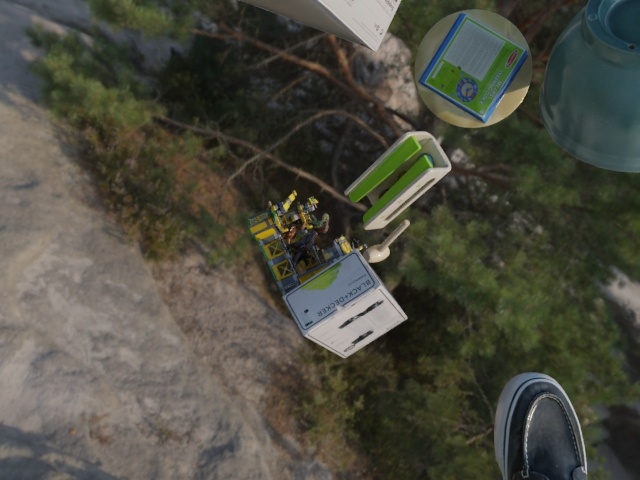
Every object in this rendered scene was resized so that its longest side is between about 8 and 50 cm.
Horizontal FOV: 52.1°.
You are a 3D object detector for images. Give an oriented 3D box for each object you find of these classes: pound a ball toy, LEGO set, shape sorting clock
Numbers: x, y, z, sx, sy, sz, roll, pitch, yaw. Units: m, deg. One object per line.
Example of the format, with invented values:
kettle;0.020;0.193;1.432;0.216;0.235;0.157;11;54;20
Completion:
pound a ball toy;0.211;-0.108;1.733;0.135;0.319;0.208;-9;64;-45
LEGO set;0.000;0.000;1.453;0.255;0.192;0.331;67;13;10
shape sorting clock;0.269;-0.302;1.157;0.206;0.206;0.040;35;3;5

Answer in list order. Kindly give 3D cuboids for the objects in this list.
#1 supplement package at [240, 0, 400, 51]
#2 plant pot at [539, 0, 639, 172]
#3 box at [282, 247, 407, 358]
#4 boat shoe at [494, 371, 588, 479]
supplement package;-0.041;-0.376;0.829;0.261;0.145;0.204;29;8;27
plant pot;0.490;-0.281;1.002;0.293;0.293;0.196;53;-6;33
box;0.058;0.132;1.278;0.087;0.169;0.290;59;6;24
boat shoe;0.305;0.340;0.840;0.121;0.336;0.119;-3;-9;-5
